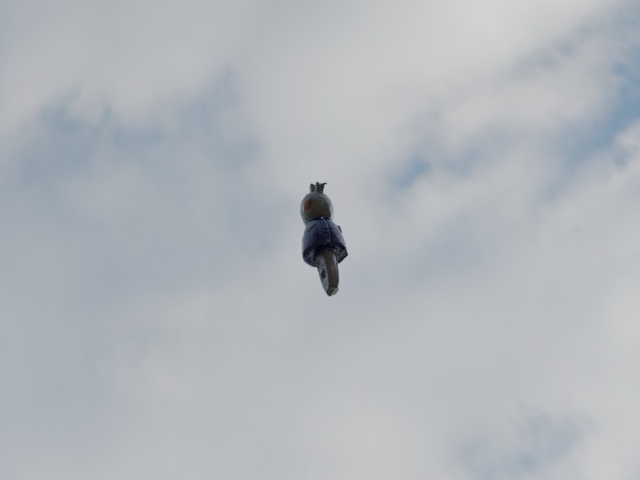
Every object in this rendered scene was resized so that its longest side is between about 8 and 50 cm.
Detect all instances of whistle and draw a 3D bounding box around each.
[{"bbox_3d":[0.000,0.000,1.063,0.029,0.083,0.033,6,-40,-22],"label":"whistle"}]
